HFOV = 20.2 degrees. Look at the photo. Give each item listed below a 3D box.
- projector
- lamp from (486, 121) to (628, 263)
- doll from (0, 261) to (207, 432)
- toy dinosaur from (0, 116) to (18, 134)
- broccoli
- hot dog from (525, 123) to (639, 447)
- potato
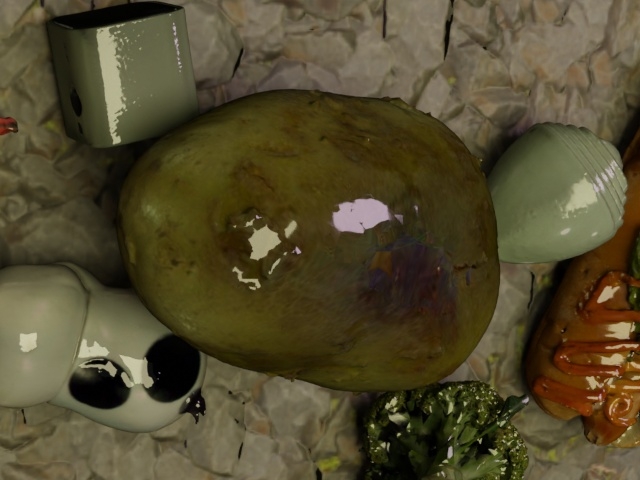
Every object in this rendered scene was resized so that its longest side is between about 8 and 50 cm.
[{"bbox_3d":[-0.133,-0.114,1.218,0.083,0.083,0.082,-15,107,-22],"label":"projector"},{"bbox_3d":[0.149,-0.016,1.377,0.193,0.106,0.106,-33,114,-5],"label":"lamp"},{"bbox_3d":[-0.167,0.072,1.235,0.180,0.107,0.110,16,116,-22],"label":"doll"},{"bbox_3d":[-0.338,-0.108,1.140,0.139,0.070,0.286,-47,120,2],"label":"toy dinosaur"},{"bbox_3d":[0.093,0.165,1.374,0.131,0.120,0.130,14,114,4],"label":"broccoli"},{"bbox_3d":[0.294,0.007,1.437,0.158,0.117,0.349,29,88,-28],"label":"hot dog"},{"bbox_3d":[0.000,0.000,1.217,0.307,0.173,0.210,7,99,-43],"label":"potato"}]
